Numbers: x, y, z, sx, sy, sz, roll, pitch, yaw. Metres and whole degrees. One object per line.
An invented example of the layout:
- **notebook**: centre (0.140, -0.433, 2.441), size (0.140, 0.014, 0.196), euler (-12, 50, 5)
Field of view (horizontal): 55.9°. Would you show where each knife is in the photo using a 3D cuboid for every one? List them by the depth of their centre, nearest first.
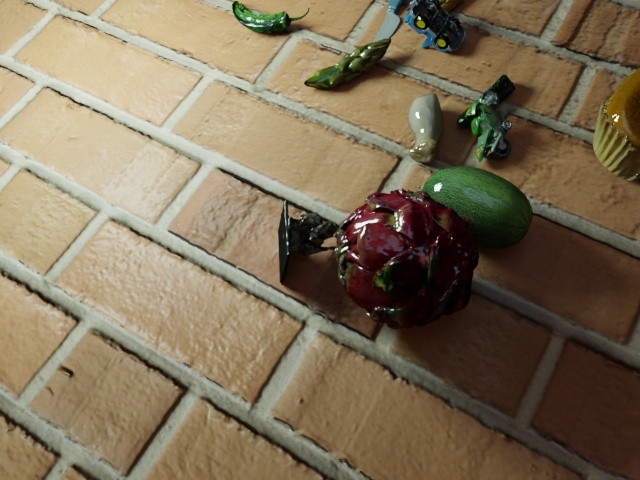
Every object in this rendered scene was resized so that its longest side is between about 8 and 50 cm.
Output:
- **knife**: centre (0.222, -0.695, 1.883), size (0.058, 0.032, 0.244), euler (18, 70, 6)

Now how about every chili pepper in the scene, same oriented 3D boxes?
- **chili pepper**: centre (-0.177, -0.701, 1.908), size (0.278, 0.065, 0.122), euler (18, 69, 20)

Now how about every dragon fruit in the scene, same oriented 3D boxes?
- **dragon fruit**: centre (0.191, 0.042, 1.329), size (0.329, 0.329, 0.329), euler (-3, 62, 5)

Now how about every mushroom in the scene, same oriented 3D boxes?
- **mushroom**: centre (0.283, -0.310, 1.633), size (0.096, 0.088, 0.213), euler (-1, 68, 17)

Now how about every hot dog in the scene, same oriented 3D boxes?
- **hot dog**: centre (0.384, -0.745, 1.872), size (0.188, 0.055, 0.072), euler (-43, 64, -15)

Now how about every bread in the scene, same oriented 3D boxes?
- **bread**: centre (0.862, -0.328, 1.522), size (0.388, 0.183, 0.236), euler (-41, 68, -15)

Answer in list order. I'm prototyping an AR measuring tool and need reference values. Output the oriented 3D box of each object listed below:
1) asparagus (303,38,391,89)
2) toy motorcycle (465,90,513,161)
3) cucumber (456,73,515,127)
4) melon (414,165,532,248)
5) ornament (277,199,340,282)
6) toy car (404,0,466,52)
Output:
- **asparagus**: centre (0.089, -0.511, 1.770), size (0.287, 0.080, 0.080), euler (-34, 63, -2)
- **toy motorcycle**: centre (0.444, -0.306, 1.602), size (0.106, 0.074, 0.190), euler (-9, 83, -12)
- **cucumber**: centre (0.456, -0.381, 1.672), size (0.214, 0.052, 0.058), euler (-41, 44, -14)
- **melon**: centre (0.362, -0.084, 1.450), size (0.287, 0.182, 0.182), euler (26, 68, 18)
- **ornament**: centre (0.000, 0.000, 1.483), size (0.196, 0.166, 0.153), euler (0, 62, -11)
- **toy car**: centre (0.330, -0.634, 1.788), size (0.191, 0.100, 0.097), euler (37, 68, -13)
